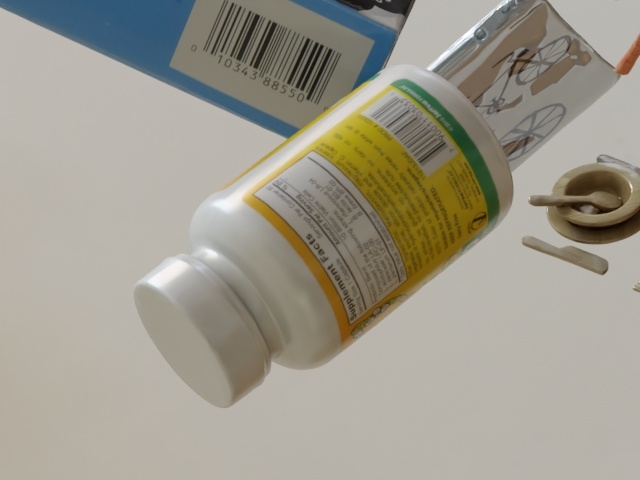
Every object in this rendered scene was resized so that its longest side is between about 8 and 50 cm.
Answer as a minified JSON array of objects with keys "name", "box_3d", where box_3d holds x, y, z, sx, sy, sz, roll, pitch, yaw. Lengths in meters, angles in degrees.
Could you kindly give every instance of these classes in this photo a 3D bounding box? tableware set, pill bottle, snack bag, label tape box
[{"name":"tableware set","box_3d":[0.262,-0.019,1.546,0.194,0.128,0.039,21,141,33]},{"name":"pill bottle","box_3d":[0.000,0.000,1.135,0.117,0.208,0.117,42,156,24]},{"name":"snack bag","box_3d":[0.112,-0.093,1.839,0.037,0.323,0.342,54,-168,20]},{"name":"label tape box","box_3d":[-0.047,-0.220,1.390,0.249,0.115,0.347,24,-147,-1]}]

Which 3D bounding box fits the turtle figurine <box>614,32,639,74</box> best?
[{"name":"turtle figurine","box_3d":[0.186,-0.267,1.401,0.217,0.087,0.269,-103,5,-49]}]
